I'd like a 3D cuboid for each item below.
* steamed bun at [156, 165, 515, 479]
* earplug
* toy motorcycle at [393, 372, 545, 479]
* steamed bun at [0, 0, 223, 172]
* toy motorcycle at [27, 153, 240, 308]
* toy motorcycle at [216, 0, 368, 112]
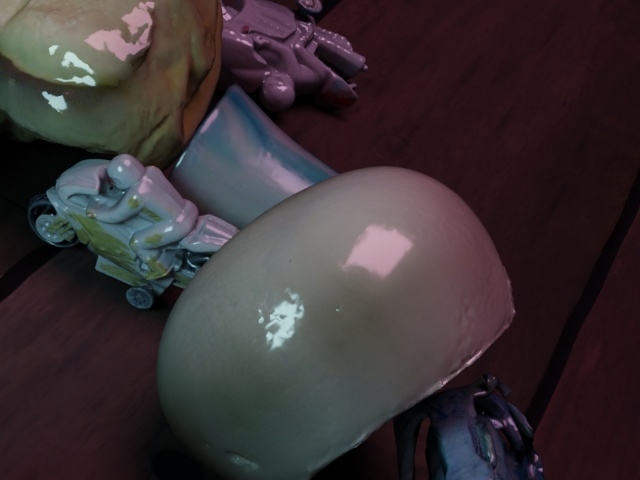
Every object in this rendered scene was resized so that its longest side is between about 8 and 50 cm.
[{"bbox_3d":[0.001,0.067,1.611,0.206,0.324,0.324,54,32,0],"label":"steamed bun"},{"bbox_3d":[0.000,0.000,1.888,0.324,0.185,0.185,31,29,0],"label":"earplug"},{"bbox_3d":[0.139,0.236,1.600,0.154,0.206,0.260,-15,35,2],"label":"toy motorcycle"},{"bbox_3d":[-0.266,-0.203,1.900,0.372,0.230,0.325,17,46,24],"label":"steamed bun"},{"bbox_3d":[-0.174,-0.018,1.780,0.229,0.151,0.074,21,44,8],"label":"toy motorcycle"},{"bbox_3d":[-0.061,-0.223,2.282,0.260,0.110,0.171,18,45,-29],"label":"toy motorcycle"}]
